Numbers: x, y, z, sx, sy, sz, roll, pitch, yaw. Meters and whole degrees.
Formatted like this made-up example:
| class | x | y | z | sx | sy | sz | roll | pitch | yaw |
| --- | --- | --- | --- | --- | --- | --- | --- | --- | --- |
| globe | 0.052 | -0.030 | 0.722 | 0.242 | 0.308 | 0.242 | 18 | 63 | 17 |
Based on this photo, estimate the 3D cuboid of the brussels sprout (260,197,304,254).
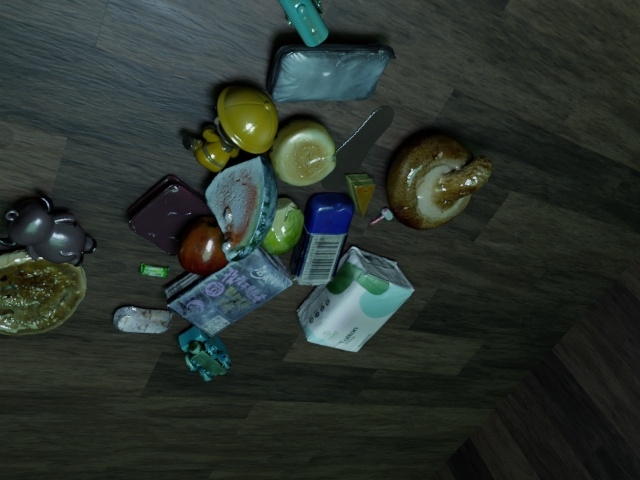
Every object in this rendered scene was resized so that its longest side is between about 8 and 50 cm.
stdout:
| class | x | y | z | sx | sy | sz | roll | pitch | yaw |
| --- | --- | --- | --- | --- | --- | --- | --- | --- | --- |
| brussels sprout | -0.125 | -0.039 | 1.800 | 0.161 | 0.144 | 0.180 | -32 | 138 | -17 |

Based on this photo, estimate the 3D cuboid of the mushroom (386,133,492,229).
| class | x | y | z | sx | sy | sz | roll | pitch | yaw |
| --- | --- | --- | --- | --- | --- | --- | --- | --- | --- |
| mushroom | 0.361 | -0.185 | 1.862 | 0.345 | 0.239 | 0.345 | -1 | 117 | -2 |

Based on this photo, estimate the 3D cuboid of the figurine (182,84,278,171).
| class | x | y | z | sx | sy | sz | roll | pitch | yaw |
| --- | --- | --- | --- | --- | --- | --- | --- | --- | --- |
| figurine | -0.225 | -0.288 | 1.531 | 0.257 | 0.167 | 0.192 | -45 | 142 | 18 |

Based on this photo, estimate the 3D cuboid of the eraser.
| class | x | y | z | sx | sy | sz | roll | pitch | yaw |
| --- | --- | --- | --- | --- | --- | --- | --- | --- | --- |
| eraser | 0.000 | 0.000 | 1.923 | 0.155 | 0.101 | 0.332 | 0 | 127 | -22 |

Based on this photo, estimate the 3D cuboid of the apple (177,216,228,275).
| class | x | y | z | sx | sy | sz | roll | pitch | yaw |
| --- | --- | --- | --- | --- | --- | --- | --- | --- | --- |
| apple | -0.331 | 0.016 | 1.667 | 0.156 | 0.147 | 0.158 | 11 | 125 | -8 |

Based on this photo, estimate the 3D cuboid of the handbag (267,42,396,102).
| class | x | y | z | sx | sy | sz | roll | pitch | yaw |
| --- | --- | --- | --- | --- | --- | --- | --- | --- | --- |
| handbag | 0.030 | -0.445 | 1.539 | 0.332 | 0.075 | 0.191 | -6 | 151 | -20 |

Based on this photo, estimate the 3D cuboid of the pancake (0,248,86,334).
| class | x | y | z | sx | sy | sz | roll | pitch | yaw |
| --- | --- | --- | --- | --- | --- | --- | --- | --- | --- |
| pancake | -0.873 | 0.159 | 1.697 | 0.356 | 0.065 | 0.356 | -13 | 136 | -13 |

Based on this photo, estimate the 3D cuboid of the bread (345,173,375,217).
| class | x | y | z | sx | sy | sz | roll | pitch | yaw |
| --- | --- | --- | --- | --- | --- | --- | --- | --- | --- |
| bread | 0.110 | -0.141 | 1.861 | 0.084 | 0.074 | 0.139 | -7 | 133 | -31 |

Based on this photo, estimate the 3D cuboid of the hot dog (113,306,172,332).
| class | x | y | z | sx | sy | sz | roll | pitch | yaw |
| --- | --- | --- | --- | --- | --- | --- | --- | --- | --- |
| hot dog | -0.591 | 0.266 | 1.917 | 0.191 | 0.059 | 0.108 | 12 | 120 | -33 |

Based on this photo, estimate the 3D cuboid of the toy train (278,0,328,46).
| class | x | y | z | sx | sy | sz | roll | pitch | yaw |
| --- | --- | --- | --- | --- | --- | --- | --- | --- | --- |
| toy train | -0.061 | -0.574 | 1.365 | 0.101 | 0.159 | 0.248 | -31 | 136 | 11 |

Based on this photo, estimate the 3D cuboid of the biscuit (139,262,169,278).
| class | x | y | z | sx | sy | sz | roll | pitch | yaw |
| --- | --- | --- | --- | --- | --- | --- | --- | --- | --- |
| biscuit | -0.529 | 0.096 | 1.827 | 0.089 | 0.016 | 0.046 | 11 | 121 | -31 |

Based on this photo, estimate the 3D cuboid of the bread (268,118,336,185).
| class | x | y | z | sx | sy | sz | roll | pitch | yaw |
| --- | --- | --- | --- | --- | --- | --- | --- | --- | --- |
| bread | -0.055 | -0.256 | 1.674 | 0.213 | 0.104 | 0.213 | -13 | 136 | -13 |

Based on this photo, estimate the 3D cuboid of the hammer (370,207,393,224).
| class | x | y | z | sx | sy | sz | roll | pitch | yaw |
| --- | --- | --- | --- | --- | --- | --- | --- | --- | --- |
| hammer | 0.210 | -0.078 | 1.998 | 0.083 | 0.031 | 0.052 | -33 | 131 | 14 |

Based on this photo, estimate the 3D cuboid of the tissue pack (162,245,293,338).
| class | x | y | z | sx | sy | sz | roll | pitch | yaw |
| --- | --- | --- | --- | --- | --- | --- | --- | --- | --- |
| tissue pack | -0.299 | 0.153 | 1.913 | 0.361 | 0.122 | 0.259 | -35 | 135 | 5 |

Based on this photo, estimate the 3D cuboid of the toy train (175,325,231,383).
| class | x | y | z | sx | sy | sz | roll | pitch | yaw |
| --- | --- | --- | --- | --- | --- | --- | --- | --- | --- |
| toy train | -0.407 | 0.393 | 2.034 | 0.112 | 0.163 | 0.203 | -32 | 135 | 2 |

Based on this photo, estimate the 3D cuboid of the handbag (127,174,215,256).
| class | x | y | z | sx | sy | sz | roll | pitch | yaw |
| --- | --- | --- | --- | --- | --- | --- | --- | --- | --- |
| handbag | -0.429 | -0.069 | 1.692 | 0.203 | 0.074 | 0.216 | -40 | 135 | 11 |

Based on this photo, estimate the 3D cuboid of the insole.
| class | x | y | z | sx | sy | sz | roll | pitch | yaw |
| --- | --- | --- | --- | --- | --- | --- | --- | --- | --- |
| insole | 0.112 | -0.283 | 1.792 | 0.111 | 0.007 | 0.328 | 23 | 116 | -38 |

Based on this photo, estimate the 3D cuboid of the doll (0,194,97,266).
| class | x | y | z | sx | sy | sz | roll | pitch | yaw |
| --- | --- | --- | --- | --- | --- | --- | --- | --- | --- |
| doll | -0.737 | -0.021 | 1.564 | 0.182 | 0.117 | 0.257 | -46 | 134 | 3 |

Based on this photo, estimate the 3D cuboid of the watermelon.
| class | x | y | z | sx | sy | sz | roll | pitch | yaw |
| --- | --- | --- | --- | --- | --- | --- | --- | --- | --- |
| watermelon | -0.223 | -0.116 | 1.602 | 0.214 | 0.319 | 0.289 | 19 | 135 | -1 |

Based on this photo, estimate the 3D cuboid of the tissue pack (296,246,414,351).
| class | x | y | z | sx | sy | sz | roll | pitch | yaw |
| --- | --- | --- | --- | --- | --- | --- | --- | --- | --- |
| tissue pack | 0.125 | 0.221 | 2.101 | 0.266 | 0.194 | 0.356 | 21 | 118 | -37 |
